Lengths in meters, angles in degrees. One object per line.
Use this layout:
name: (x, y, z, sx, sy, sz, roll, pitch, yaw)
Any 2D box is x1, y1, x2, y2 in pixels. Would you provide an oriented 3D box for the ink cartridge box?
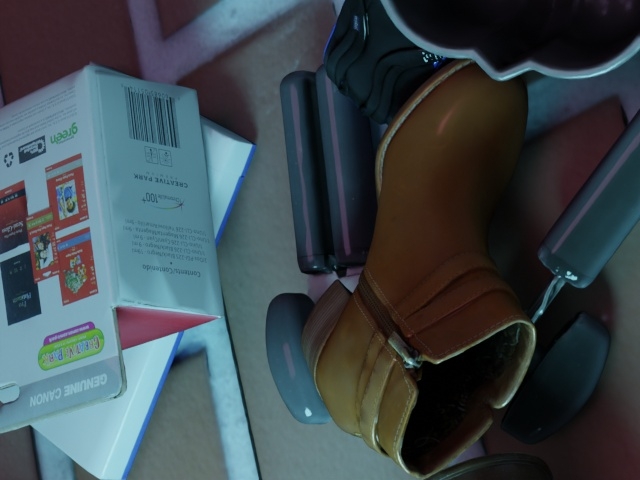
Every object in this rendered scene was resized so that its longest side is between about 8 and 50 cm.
ink cartridge box: (-0.240, 0.034, 1.462, 0.309, 0.130, 0.272, -19, 72, 38)

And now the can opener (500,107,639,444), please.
can opener: (0.195, 0.010, 1.197, 0.093, 0.074, 0.280, 31, 108, 4)

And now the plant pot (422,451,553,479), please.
plant pot: (0.119, 0.256, 1.135, 0.167, 0.167, 0.165, -49, 50, 24)

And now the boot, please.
boot: (0.089, 0.013, 1.178, 0.283, 0.109, 0.220, -55, 22, 4)

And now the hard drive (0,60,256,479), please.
hard drive: (-0.190, 0.023, 1.536, 0.210, 0.040, 0.318, 30, 102, 40)

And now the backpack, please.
backpack: (0.067, -0.149, 1.299, 0.098, 0.101, 0.120, 47, 142, 14)

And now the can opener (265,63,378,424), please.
can opener: (0.000, 0.000, 1.336, 0.076, 0.095, 0.283, -12, 82, 39)

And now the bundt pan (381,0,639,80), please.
bundt pan: (0.164, -0.277, 1.173, 0.331, 0.124, 0.331, 5, 102, 22)
